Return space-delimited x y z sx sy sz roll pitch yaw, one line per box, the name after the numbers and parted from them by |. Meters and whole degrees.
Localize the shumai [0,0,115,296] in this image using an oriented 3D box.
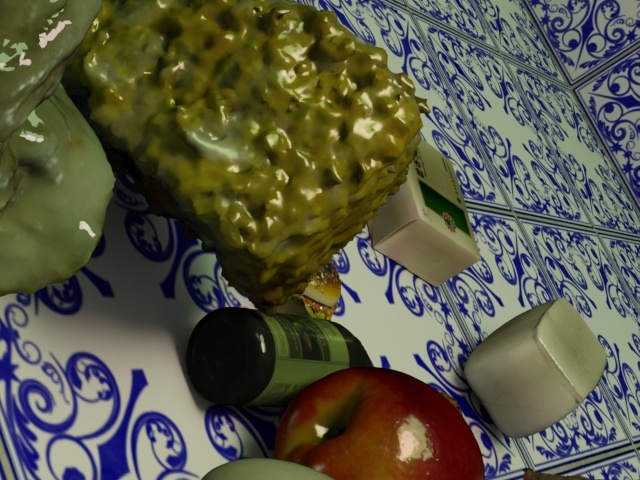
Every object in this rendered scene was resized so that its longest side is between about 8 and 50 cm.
-0.314 -0.091 0.855 0.323 0.398 0.324 73 26 -51 | shumai

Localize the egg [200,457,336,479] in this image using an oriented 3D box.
-0.019 0.297 1.001 0.253 0.186 0.186 56 25 -5 | egg

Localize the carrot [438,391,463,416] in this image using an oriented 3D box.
0.159 0.293 1.466 0.069 0.069 0.228 35 34 -38 | carrot

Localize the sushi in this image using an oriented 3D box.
-0.098 -0.120 1.137 0.351 0.240 0.396 41 -8 6 | sushi

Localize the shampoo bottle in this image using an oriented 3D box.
-0.022 0.132 1.285 0.284 0.101 0.101 14 49 -55 | shampoo bottle

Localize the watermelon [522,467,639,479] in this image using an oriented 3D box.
0.414 0.437 1.565 0.264 0.302 0.151 50 54 -26 | watermelon

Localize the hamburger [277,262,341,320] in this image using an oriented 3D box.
-0.028 0.040 1.404 0.126 0.081 0.141 30 35 -44 | hamburger

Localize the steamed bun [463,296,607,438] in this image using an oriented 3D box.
0.308 0.190 1.728 0.146 0.164 0.242 56 27 1 | steamed bun

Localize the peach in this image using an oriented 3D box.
0.062 0.248 1.193 0.243 0.200 0.243 30 52 -49 | peach

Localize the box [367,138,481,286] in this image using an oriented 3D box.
0.142 -0.060 1.808 0.168 0.095 0.212 29 37 -40 | box
